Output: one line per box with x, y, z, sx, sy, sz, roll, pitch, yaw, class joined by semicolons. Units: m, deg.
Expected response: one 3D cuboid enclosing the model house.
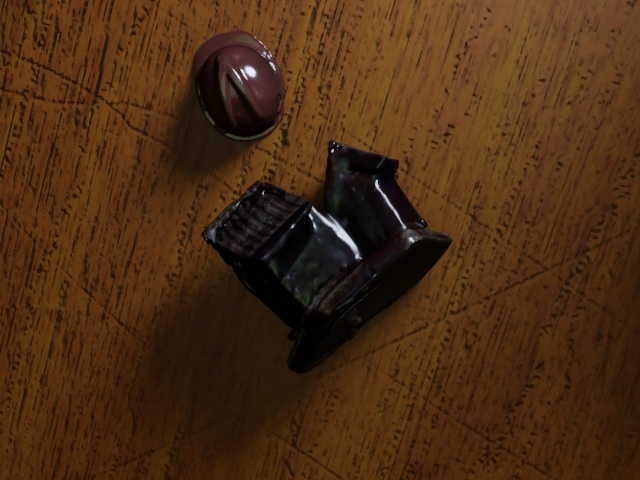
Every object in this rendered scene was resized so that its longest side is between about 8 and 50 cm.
0.005;0.000;0.804;0.203;0.141;0.164;-37;71;-11;model house

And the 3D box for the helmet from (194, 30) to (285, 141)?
-0.084;-0.149;0.806;0.089;0.057;0.111;-21;96;11;helmet
